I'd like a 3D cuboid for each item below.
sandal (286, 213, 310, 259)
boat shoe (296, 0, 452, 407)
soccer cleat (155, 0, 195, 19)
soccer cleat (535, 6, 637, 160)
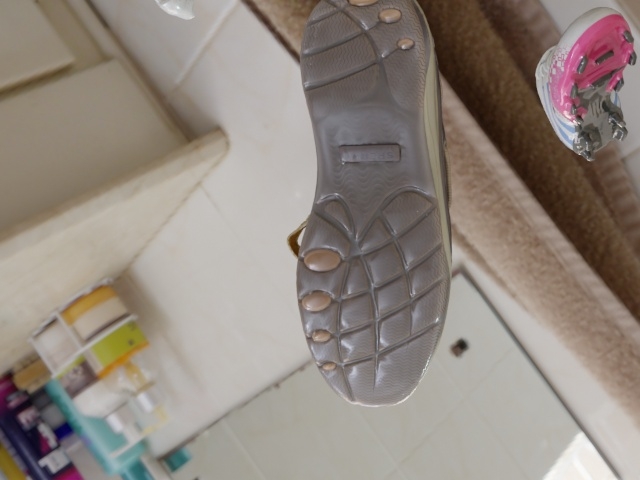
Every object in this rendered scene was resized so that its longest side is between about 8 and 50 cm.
[{"bbox_3d":[-0.002,-0.006,1.098,0.079,0.088,0.240,-9,168,-27],"label":"sandal"},{"bbox_3d":[0.062,-0.036,0.758,0.132,0.355,0.130,7,-167,22],"label":"boat shoe"},{"bbox_3d":[-0.218,-0.430,1.358,0.068,0.196,0.076,-8,161,28],"label":"soccer cleat"},{"bbox_3d":[0.336,-0.223,1.195,0.116,0.143,0.331,-34,154,2],"label":"soccer cleat"}]
